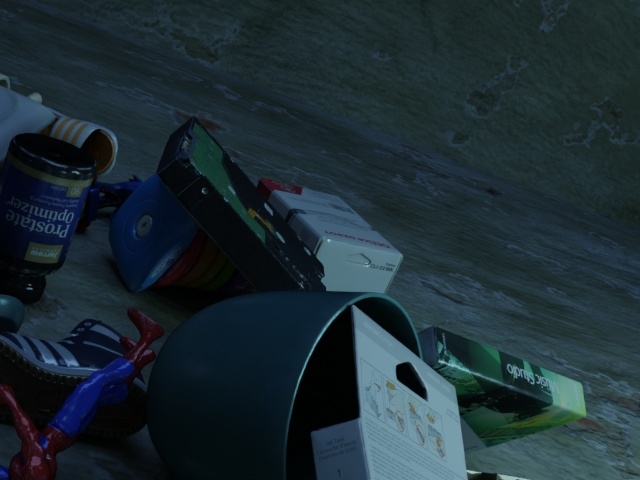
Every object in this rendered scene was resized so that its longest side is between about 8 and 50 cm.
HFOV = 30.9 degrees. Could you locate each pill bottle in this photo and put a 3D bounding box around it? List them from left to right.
[{"bbox_3d":[-0.401,-0.028,1.611,0.122,0.219,0.123,20,17,-7],"label":"pill bottle"}]

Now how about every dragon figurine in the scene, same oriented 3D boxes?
[{"bbox_3d":[-0.315,-0.055,2.027,0.289,0.085,0.144,23,18,14],"label":"dragon figurine"}]

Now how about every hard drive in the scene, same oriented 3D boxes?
[{"bbox_3d":[-0.117,-0.025,1.802,0.339,0.064,0.237,50,10,-17],"label":"hard drive"}]

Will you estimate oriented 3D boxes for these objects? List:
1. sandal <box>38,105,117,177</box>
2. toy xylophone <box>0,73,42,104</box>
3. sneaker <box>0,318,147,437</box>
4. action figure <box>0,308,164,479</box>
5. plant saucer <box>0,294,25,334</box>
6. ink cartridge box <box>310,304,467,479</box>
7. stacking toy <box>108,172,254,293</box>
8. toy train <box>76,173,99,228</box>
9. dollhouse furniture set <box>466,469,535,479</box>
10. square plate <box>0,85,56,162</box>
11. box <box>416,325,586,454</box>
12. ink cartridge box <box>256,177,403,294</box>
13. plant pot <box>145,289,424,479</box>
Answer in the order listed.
[{"bbox_3d":[-0.501,-0.190,2.205,0.265,0.102,0.076,22,16,29],"label":"sandal"},{"bbox_3d":[-0.678,-0.267,2.168,0.236,0.081,0.322,26,22,16],"label":"toy xylophone"},{"bbox_3d":[-0.341,0.144,1.377,0.282,0.099,0.153,19,16,-17],"label":"sneaker"},{"bbox_3d":[-0.297,0.176,1.225,0.139,0.091,0.280,28,48,5],"label":"action figure"},{"bbox_3d":[-0.407,0.109,1.380,0.119,0.119,0.021,3,46,-48],"label":"plant saucer"},{"bbox_3d":[0.086,0.244,1.263,0.296,0.066,0.261,41,36,-52],"label":"ink cartridge box"},{"bbox_3d":[-0.182,0.026,1.899,0.302,0.175,0.166,28,24,-45],"label":"stacking toy"},{"bbox_3d":[-0.496,-0.102,1.945,0.248,0.105,0.143,33,33,32],"label":"toy train"},{"bbox_3d":[0.275,0.374,1.487,0.129,0.129,0.183,15,-11,-27],"label":"dollhouse furniture set"},{"bbox_3d":[-0.679,-0.219,1.951,0.344,0.049,0.347,25,35,7],"label":"square plate"},{"bbox_3d":[0.169,0.211,1.548,0.322,0.232,0.058,21,54,-40],"label":"box"},{"bbox_3d":[0.000,0.000,2.220,0.197,0.114,0.273,12,19,-34],"label":"ink cartridge box"},{"bbox_3d":[-0.054,0.188,1.314,0.235,0.293,0.293,8,7,32],"label":"plant pot"}]
